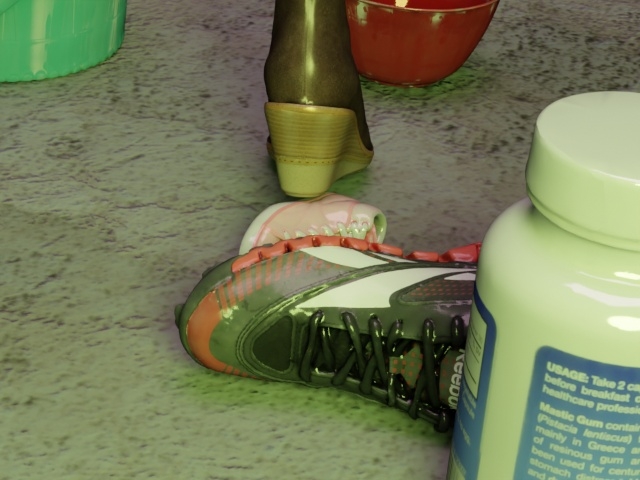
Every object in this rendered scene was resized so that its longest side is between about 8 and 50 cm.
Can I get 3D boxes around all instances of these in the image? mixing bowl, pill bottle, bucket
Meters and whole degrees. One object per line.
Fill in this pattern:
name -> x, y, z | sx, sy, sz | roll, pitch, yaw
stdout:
mixing bowl -> 0.079, -0.206, 1.568 | 0.181, 0.098, 0.181 | 4, 30, -2
pill bottle -> 0.155, 0.064, 0.914 | 0.152, 0.272, 0.152 | 4, 29, -3
bucket -> -0.299, -0.276, 1.543 | 0.281, 0.183, 0.281 | 4, 28, -2

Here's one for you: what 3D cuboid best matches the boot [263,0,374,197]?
boot -> 0.002, -0.156, 1.321 | 0.090, 0.207, 0.248 | 3, 13, 2

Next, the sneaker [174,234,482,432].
sneaker -> 0.047, 0.061, 1.081 | 0.276, 0.097, 0.135 | 0, 27, -12

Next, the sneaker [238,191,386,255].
sneaker -> 0.000, 0.000, 1.231 | 0.070, 0.051, 0.134 | 17, 26, 30
